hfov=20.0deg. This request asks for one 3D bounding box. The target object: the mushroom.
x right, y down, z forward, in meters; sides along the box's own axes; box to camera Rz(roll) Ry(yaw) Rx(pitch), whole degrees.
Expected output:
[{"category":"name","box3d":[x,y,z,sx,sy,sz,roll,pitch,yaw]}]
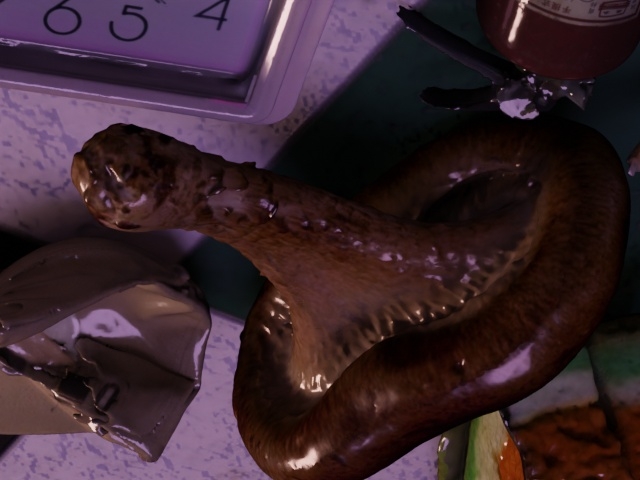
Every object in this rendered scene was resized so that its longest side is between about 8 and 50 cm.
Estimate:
[{"category":"mushroom","box3d":[0.000,0.000,0.772,0.227,0.148,0.217,-37,132,22]}]

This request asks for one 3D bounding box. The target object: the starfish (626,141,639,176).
[{"category":"starfish","box3d":[0.252,-0.104,0.750,0.277,0.062,0.236,-14,137,15]}]

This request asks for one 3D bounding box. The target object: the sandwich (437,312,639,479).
[{"category":"sandwich","box3d":[0.136,0.149,0.926,0.109,0.212,0.292,-15,126,-12]}]

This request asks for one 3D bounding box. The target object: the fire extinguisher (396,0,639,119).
[{"category":"fire extinguisher","box3d":[0.092,-0.129,0.706,0.099,0.071,0.231,24,138,8]}]

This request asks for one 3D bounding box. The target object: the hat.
[{"category":"hat","box3d":[-0.150,0.034,0.861,0.175,0.085,0.147,5,154,22]}]

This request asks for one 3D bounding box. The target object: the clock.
[{"category":"clock","box3d":[-0.089,-0.124,0.686,0.197,0.063,0.150,8,135,-15]}]
